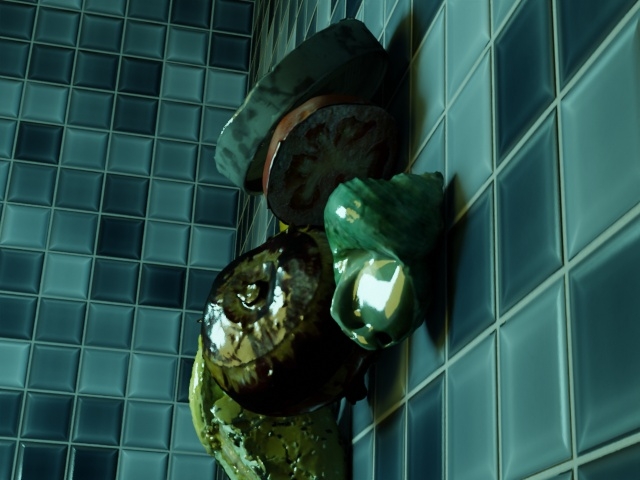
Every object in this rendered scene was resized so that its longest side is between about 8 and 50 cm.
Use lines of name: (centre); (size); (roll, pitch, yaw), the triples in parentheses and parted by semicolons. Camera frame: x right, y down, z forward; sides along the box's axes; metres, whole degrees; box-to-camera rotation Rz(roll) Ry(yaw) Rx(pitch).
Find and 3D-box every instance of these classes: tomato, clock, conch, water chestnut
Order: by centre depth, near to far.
conch: (0.084, 0.007, 1.302); (0.196, 0.134, 0.202); (39, 127, 29)
water chestnut: (-0.015, 0.128, 1.532); (0.300, 0.300, 0.300); (-173, 90, -80)
tomato: (0.004, -0.124, 1.547); (0.085, 0.225, 0.225); (53, 141, 41)
clock: (-0.025, -0.202, 1.661); (0.325, 0.067, 0.325); (-42, -12, -11)

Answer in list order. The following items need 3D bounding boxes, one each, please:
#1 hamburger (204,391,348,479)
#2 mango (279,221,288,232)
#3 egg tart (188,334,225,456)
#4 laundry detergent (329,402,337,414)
hamburger: (-0.054, 0.339, 1.703); (0.288, 0.192, 0.167); (50, 159, 15)
mango: (0.000, -0.005, 1.753); (0.175, 0.139, 0.254); (-94, 6, -74)
egg tart: (-0.156, 0.304, 2.261); (0.345, 0.132, 0.345); (-4, -90, -72)
laundry detergent: (-0.016, 0.218, 1.875); (0.099, 0.070, 0.225); (-55, 24, 36)
